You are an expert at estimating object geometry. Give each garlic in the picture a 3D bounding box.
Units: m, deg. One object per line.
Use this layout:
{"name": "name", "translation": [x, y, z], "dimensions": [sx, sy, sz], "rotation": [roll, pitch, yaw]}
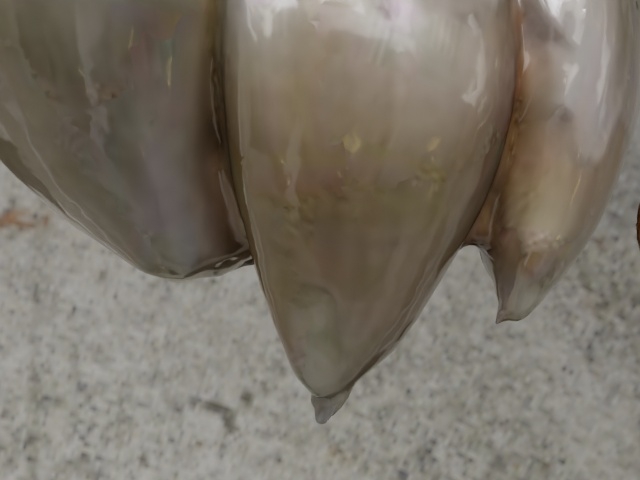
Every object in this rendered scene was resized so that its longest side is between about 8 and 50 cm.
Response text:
{"name": "garlic", "translation": [-0.011, -0.114, 0.596], "dimensions": [0.279, 0.132, 0.325], "rotation": [14, 58, -2]}

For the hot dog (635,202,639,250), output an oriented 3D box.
{"name": "hot dog", "translation": [0.081, -0.004, 0.350], "dimensions": [0.028, 0.044, 0.137], "rotation": [8, 13, 10]}
